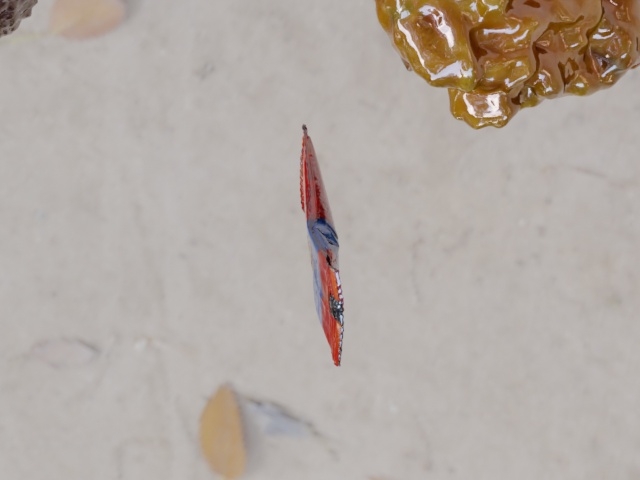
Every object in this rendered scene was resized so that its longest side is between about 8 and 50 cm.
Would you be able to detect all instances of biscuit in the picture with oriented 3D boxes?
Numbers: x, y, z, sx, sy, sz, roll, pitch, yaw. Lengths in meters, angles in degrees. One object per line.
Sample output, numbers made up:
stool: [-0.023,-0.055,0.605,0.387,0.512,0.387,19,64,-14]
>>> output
biscuit: [0.147,-0.256,1.419,0.110,0.318,0.312,-16,95,45]

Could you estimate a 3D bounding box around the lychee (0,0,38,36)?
lychee: [-0.402,-0.324,1.906,0.261,0.260,0.260,11,132,12]

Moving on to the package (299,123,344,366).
package: [0.000,0.000,1.304,0.022,0.200,0.083,-7,124,-3]
